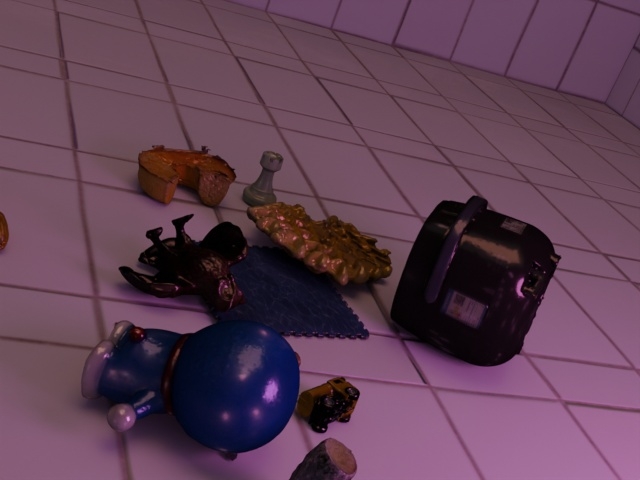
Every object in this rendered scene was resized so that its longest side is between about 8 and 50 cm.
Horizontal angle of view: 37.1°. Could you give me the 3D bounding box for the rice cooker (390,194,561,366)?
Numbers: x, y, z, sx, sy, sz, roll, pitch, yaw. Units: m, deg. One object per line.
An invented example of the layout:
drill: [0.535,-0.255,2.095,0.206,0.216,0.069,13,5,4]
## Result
rice cooker: [0.257,0.066,1.563,0.224,0.267,0.267,23,24,15]

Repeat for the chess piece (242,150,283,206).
chess piece: [-0.105,-0.118,1.832,0.067,0.103,0.067,18,24,-8]

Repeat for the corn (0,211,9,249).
corn: [-0.479,-0.017,1.403,0.037,0.037,0.092,8,25,-28]

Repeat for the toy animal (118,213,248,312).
toy animal: [-0.191,0.047,1.450,0.218,0.116,0.179,-28,73,-41]

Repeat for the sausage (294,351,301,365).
sausage: [-0.079,0.175,1.337,0.116,0.026,0.026,-2,33,-40]

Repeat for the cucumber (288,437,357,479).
cucumber: [-0.003,0.276,1.085,0.064,0.112,0.064,23,26,-12]

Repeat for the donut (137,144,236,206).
donut: [-0.256,-0.119,1.755,0.181,0.078,0.146,-6,34,-35]

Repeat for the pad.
pad: [-0.083,0.077,1.554,0.269,0.012,0.269,5,29,-33]

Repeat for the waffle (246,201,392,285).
waffle: [-0.001,0.002,1.704,0.261,0.056,0.250,37,22,24]

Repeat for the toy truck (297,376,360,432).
toy truck: [0.013,0.219,1.290,0.054,0.049,0.083,35,29,31]

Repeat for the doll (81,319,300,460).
doll: [-0.154,0.174,1.155,0.257,0.161,0.215,10,35,15]
